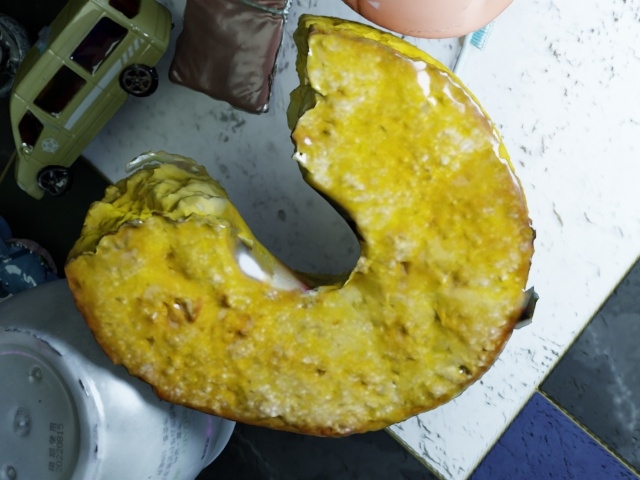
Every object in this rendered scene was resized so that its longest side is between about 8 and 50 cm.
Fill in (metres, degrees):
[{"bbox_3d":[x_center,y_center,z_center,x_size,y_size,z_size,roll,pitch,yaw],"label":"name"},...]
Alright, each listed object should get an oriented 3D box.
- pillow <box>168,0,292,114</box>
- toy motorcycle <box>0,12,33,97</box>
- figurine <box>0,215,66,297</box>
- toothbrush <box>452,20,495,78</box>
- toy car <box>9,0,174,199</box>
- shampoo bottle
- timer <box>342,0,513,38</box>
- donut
[{"bbox_3d":[-0.086,-0.256,1.627,0.126,0.043,0.232,19,108,23],"label":"pillow"},{"bbox_3d":[-0.454,-0.291,1.782,0.341,0.108,0.222,19,105,26],"label":"toy motorcycle"},{"bbox_3d":[-0.382,0.042,1.796,0.178,0.114,0.144,24,81,12],"label":"figurine"},{"bbox_3d":[0.120,-0.103,1.557,0.026,0.022,0.263,32,113,32],"label":"toothbrush"},{"bbox_3d":[-0.270,-0.166,1.680,0.124,0.101,0.256,34,116,-22],"label":"toy car"},{"bbox_3d":[-0.241,0.173,1.658,0.273,0.266,0.273,5,100,29],"label":"shampoo bottle"},{"bbox_3d":[0.095,-0.304,1.416,0.215,0.230,0.229,40,115,15],"label":"timer"},{"bbox_3d":[0.000,0.000,1.507,0.435,0.163,0.377,-34,106,18],"label":"donut"}]
